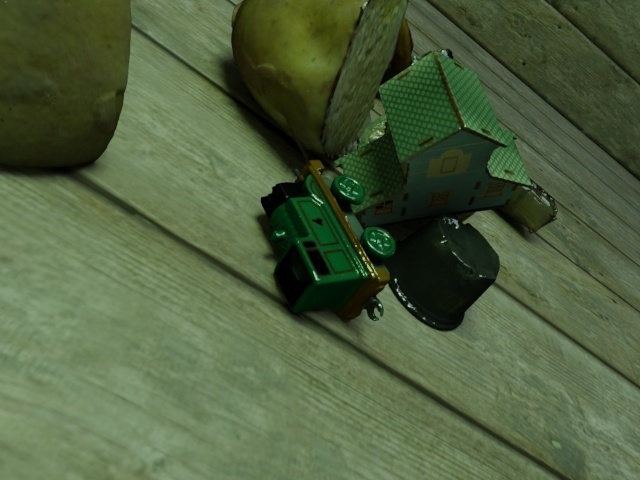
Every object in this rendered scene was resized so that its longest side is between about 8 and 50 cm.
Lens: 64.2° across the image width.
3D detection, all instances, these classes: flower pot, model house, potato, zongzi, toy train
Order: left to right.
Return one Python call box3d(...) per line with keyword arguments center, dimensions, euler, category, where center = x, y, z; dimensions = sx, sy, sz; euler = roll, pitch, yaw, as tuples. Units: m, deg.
box3d(center=(-0.274, -0.213, 0.417), dimensions=(0.189, 0.264, 0.211), euler=(44, 27, 19), category="potato")
box3d(center=(-0.029, -0.296, 0.784), dimensions=(0.237, 0.301, 0.288), euler=(24, 18, 12), category="potato")
box3d(center=(0.000, 0.000, 0.604), dimensions=(0.136, 0.091, 0.228), euler=(-9, 59, -38), category="toy train")
box3d(center=(0.152, -0.143, 0.699), dimensions=(0.270, 0.206, 0.178), euler=(-7, 63, 0), category="model house")
box3d(center=(0.181, 0.034, 0.733), dimensions=(0.157, 0.107, 0.157), euler=(28, 35, -22), category="flower pot")
box3d(center=(0.444, -0.121, 1.183), dimensions=(0.194, 0.099, 0.197), euler=(39, 24, -5), category="zongzi")

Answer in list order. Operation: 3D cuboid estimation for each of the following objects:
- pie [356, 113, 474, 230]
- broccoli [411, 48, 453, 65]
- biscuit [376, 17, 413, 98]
box3d(center=(0.176, -0.121, 0.854), dimensions=(0.240, 0.054, 0.241), euler=(3, 69, -8), category="pie")
box3d(center=(0.162, -0.371, 1.148), dimensions=(0.304, 0.165, 0.146), euler=(11, 76, -20), category="broccoli")
box3d(center=(0.051, -0.371, 0.940), dimensions=(0.262, 0.262, 0.037), euler=(43, 63, 0), category="biscuit")
